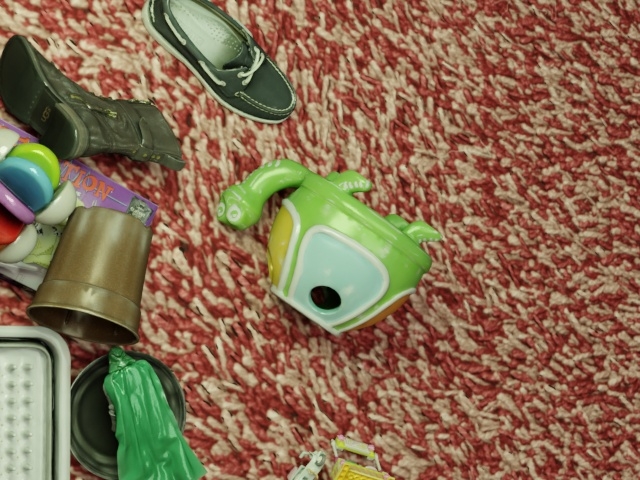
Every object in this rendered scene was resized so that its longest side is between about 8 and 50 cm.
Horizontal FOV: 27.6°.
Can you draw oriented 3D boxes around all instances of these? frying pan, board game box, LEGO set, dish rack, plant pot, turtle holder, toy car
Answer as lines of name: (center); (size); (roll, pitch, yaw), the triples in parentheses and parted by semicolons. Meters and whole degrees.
frying pan: (-0.280, 0.326, 1.986); (0.197, 0.053, 0.326); (-21, 99, -29)
board game box: (-0.432, -0.040, 1.931); (0.347, 0.056, 0.208); (29, 69, -24)
LEGO set: (0.080, 0.420, 2.175); (0.132, 0.107, 0.287); (-42, 115, 11)
dish rack: (-0.501, 0.288, 1.854); (0.285, 0.072, 0.332); (2, 86, -28)
plant pot: (-0.321, 0.048, 1.879); (0.167, 0.167, 0.165); (23, 67, -26)
turtle holder: (0.012, 0.008, 2.068); (0.320, 0.243, 0.227); (36, 87, -32)
toy car: (-0.438, -0.055, 1.809); (0.182, 0.136, 0.159); (-43, 108, 4)

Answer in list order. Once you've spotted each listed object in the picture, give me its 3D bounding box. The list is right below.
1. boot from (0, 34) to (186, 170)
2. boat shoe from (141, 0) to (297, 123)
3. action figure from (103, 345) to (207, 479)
boot: (-0.342, -0.198, 1.958); (0.229, 0.091, 0.263); (-2, 50, -51)
boat shoe: (-0.149, -0.292, 2.079); (0.302, 0.091, 0.114); (32, 72, -23)
action figure: (-0.268, 0.265, 1.938); (0.137, 0.063, 0.232); (-21, 100, -28)
